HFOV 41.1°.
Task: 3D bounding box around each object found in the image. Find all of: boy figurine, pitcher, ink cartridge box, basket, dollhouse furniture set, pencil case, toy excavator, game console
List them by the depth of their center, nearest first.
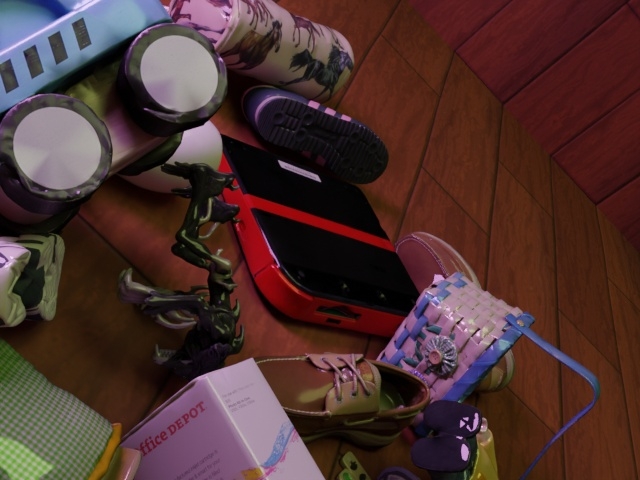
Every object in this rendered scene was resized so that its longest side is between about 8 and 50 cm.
[{"bbox_3d":[-0.229,0.202,0.668,0.197,0.151,0.301,48,32,-22],"label":"dollhouse furniture set"},{"bbox_3d":[-0.386,-0.200,0.853,0.433,0.222,0.445,-38,96,-25],"label":"toy excavator"},{"bbox_3d":[-0.088,0.250,0.863,0.212,0.154,0.093,56,29,11],"label":"ink cartridge box"},{"bbox_3d":[-0.252,-0.147,1.159,0.207,0.125,0.178,8,33,-37],"label":"pitcher"},{"bbox_3d":[0.206,0.342,1.179,0.285,0.092,0.177,60,45,-40],"label":"boy figurine"},{"bbox_3d":[0.239,0.215,1.293,0.289,0.255,0.201,37,30,13],"label":"basket"},{"bbox_3d":[0.000,0.000,1.412,0.386,0.060,0.342,17,36,-47],"label":"game console"},{"bbox_3d":[-0.103,-0.354,1.539,0.183,0.160,0.410,28,11,31],"label":"pencil case"}]

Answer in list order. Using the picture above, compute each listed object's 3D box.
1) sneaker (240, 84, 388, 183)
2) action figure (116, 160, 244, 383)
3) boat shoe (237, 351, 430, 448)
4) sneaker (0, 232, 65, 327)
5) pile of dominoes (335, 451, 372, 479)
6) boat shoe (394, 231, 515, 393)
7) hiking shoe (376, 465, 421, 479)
[{"bbox_3d":[-0.008,-0.205,1.571,0.319,0.112,0.131,25,13,-40],"label":"sneaker"},{"bbox_3d":[-0.157,0.059,0.987,0.140,0.164,0.276,2,73,-6],"label":"action figure"},{"bbox_3d":[0.024,0.194,1.130,0.324,0.120,0.123,17,42,-46],"label":"boat shoe"},{"bbox_3d":[-0.342,0.033,0.822,0.153,0.094,0.235,8,6,-4],"label":"sneaker"},{"bbox_3d":[0.086,0.395,1.066,0.196,0.040,0.251,44,28,-12],"label":"pile of dominoes"},{"bbox_3d":[0.227,0.124,1.514,0.116,0.123,0.324,-7,60,-55],"label":"boat shoe"},{"bbox_3d":[0.074,0.327,0.998,0.114,0.086,0.227,46,19,-15],"label":"hiking shoe"}]
